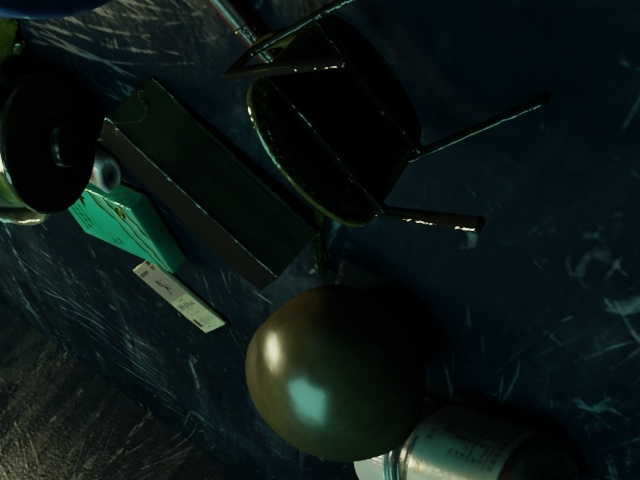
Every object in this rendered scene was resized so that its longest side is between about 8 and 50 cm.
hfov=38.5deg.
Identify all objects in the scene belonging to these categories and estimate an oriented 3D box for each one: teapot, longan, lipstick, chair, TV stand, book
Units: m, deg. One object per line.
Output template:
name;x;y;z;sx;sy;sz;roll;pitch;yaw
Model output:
teapot;-0.465;-0.114;1.264;0.337;0.200;0.270;4;141;24
longan;0.014;0.166;1.146;0.246;0.215;0.245;15;126;21
lipstick;-0.057;-0.183;0.855;0.176;0.027;0.027;49;154;-26
chair;0.027;-0.106;0.728;0.247;0.172;0.158;-9;130;50
TV stand;-0.136;-0.064;1.093;0.269;0.082;0.088;44;159;-3
book;-0.254;0.100;1.652;0.182;0.014;0.127;42;156;-10

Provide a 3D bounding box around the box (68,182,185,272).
box;-0.333;-0.042;1.473;0.226;0.042;0.160;22;153;34

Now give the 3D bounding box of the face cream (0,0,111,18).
face cream;-0.260;-0.292;0.673;0.225;0.249;0.249;18;149;44

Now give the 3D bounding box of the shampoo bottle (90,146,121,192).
shampoo bottle;-0.346;-0.118;1.354;0.099;0.043;0.072;30;155;18

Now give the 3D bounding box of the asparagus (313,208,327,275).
asparagus;0.000;0.000;1.118;0.016;0.016;0.162;57;165;26

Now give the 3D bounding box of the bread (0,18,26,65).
bread;-0.476;-0.271;1.189;0.156;0.110;0.103;29;148;13

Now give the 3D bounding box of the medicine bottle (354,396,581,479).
medicine bottle;0.188;0.303;1.214;0.273;0.165;0.165;13;146;47
